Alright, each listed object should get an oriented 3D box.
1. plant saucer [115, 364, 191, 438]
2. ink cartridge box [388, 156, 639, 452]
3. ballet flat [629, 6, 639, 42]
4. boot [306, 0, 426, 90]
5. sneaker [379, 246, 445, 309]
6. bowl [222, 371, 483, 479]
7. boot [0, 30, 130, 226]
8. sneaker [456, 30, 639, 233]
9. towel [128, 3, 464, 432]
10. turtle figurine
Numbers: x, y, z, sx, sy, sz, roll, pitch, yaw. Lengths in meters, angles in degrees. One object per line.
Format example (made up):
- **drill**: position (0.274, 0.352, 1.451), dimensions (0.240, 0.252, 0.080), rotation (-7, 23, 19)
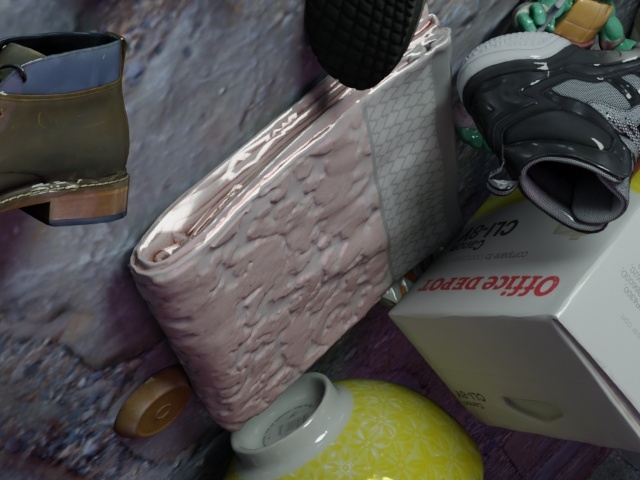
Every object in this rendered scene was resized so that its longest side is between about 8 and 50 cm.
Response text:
- **plant saucer**: position (-0.142, 0.146, 1.052), dimensions (0.083, 0.015, 0.083), rotation (-37, 153, -22)
- **ink cartridge box**: position (0.286, -0.011, 1.126), dimensions (0.385, 0.160, 0.279), rotation (-48, -163, -20)
- **ballet flat**: position (0.383, -0.215, 1.306), dimensions (0.248, 0.086, 0.086), rotation (-7, 133, -56)
- **boot**: position (0.085, -0.222, 0.816), dimensions (0.161, 0.083, 0.246), rotation (-34, 153, -40)
- **sneaker**: position (0.123, 0.052, 1.271), dimensions (0.215, 0.084, 0.083), rotation (2, 159, -46)
- **bowl**: position (0.000, 0.225, 1.187), dimensions (0.289, 0.289, 0.156), rotation (-39, 112, -17)
- **boot**: position (-0.192, -0.062, 0.636), dimensions (0.219, 0.082, 0.106), rotation (-7, 112, -49)
- **sneaker**: position (0.246, -0.085, 0.941), dimensions (0.268, 0.153, 0.101), rotation (-2, 147, -3)
- **towel**: position (0.000, 0.000, 1.023), dimensions (0.317, 0.053, 0.332), rotation (-41, 153, -15)
- **turtle figurine**: position (0.218, -0.173, 1.041), dimensions (0.175, 0.118, 0.234), rotation (13, 138, -24)
